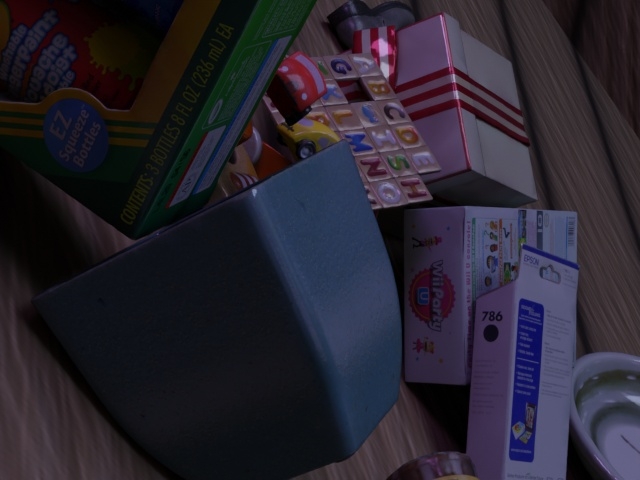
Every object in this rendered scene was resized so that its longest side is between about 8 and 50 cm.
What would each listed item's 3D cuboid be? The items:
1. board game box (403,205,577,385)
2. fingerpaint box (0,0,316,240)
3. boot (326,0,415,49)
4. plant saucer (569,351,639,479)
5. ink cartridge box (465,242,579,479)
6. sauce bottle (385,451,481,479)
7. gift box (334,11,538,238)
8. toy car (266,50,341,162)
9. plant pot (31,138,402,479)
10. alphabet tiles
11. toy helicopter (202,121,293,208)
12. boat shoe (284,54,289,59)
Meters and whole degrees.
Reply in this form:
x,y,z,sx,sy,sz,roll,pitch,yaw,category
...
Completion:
x,y,z,sx,sy,sz,roll,pitch,yaw,category
0.232,0.069,1.703,0.303,0.097,0.224,2,88,-53,board game box
-0.180,-0.290,1.099,0.371,0.445,0.163,35,24,9,fingerpaint box
0.111,-0.325,2.213,0.246,0.083,0.161,-14,76,-57,boot
0.513,0.336,1.907,0.400,0.101,0.400,22,31,-14,plant saucer
0.252,0.179,1.595,0.165,0.065,0.333,18,75,-50,ink cartridge box
0.160,0.383,1.300,0.111,0.111,0.344,26,34,-44,sauce bottle
0.118,-0.134,1.763,0.258,0.276,0.255,19,54,-56,gift box
-0.052,-0.168,1.317,0.225,0.053,0.239,50,-9,26,toy car
-0.059,0.086,1.183,0.252,0.247,0.247,63,24,-5,plant pot
0.036,-0.134,1.563,0.198,0.009,0.237,-10,60,-36,alphabet tiles
-0.086,-0.049,1.476,0.355,0.140,0.235,56,14,-19,toy helicopter
-0.064,-0.247,1.827,0.135,0.050,0.045,45,27,7,boat shoe
